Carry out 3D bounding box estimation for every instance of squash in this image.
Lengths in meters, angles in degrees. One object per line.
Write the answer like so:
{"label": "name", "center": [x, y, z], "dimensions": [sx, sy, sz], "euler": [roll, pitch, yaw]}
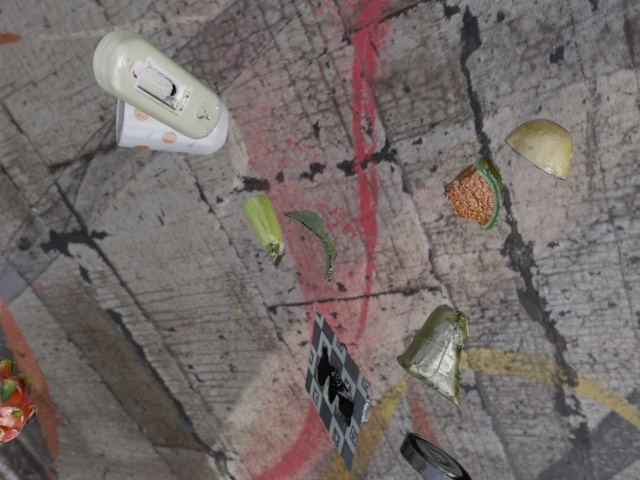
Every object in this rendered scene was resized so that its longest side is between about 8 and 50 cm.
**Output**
{"label": "squash", "center": [-0.215, -0.042, 2.126], "dimensions": [0.137, 0.137, 0.287], "euler": [-47, 62, 42]}

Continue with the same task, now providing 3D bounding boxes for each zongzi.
{"label": "zongzi", "center": [0.408, 0.355, 1.578], "dimensions": [0.274, 0.251, 0.125], "euler": [38, 176, -17]}

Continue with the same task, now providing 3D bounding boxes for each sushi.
{"label": "sushi", "center": [0.079, 0.406, 1.454], "dimensions": [0.100, 0.373, 0.296], "euler": [0, 112, -22]}

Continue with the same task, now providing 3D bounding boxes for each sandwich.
{"label": "sandwich", "center": [0.448, -0.130, 1.443], "dimensions": [0.159, 0.079, 0.235], "euler": [-11, 132, 35]}

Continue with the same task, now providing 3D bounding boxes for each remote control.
{"label": "remote control", "center": [-0.201, -0.195, 0.668], "dimensions": [0.042, 0.221, 0.078], "euler": [26, 91, 24]}

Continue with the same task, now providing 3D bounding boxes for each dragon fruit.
{"label": "dragon fruit", "center": [-0.440, 0.220, 0.697], "dimensions": [0.116, 0.086, 0.081], "euler": [60, 159, 26]}

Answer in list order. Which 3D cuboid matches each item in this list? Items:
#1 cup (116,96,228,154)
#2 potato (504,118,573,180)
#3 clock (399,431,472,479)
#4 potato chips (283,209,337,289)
{"label": "cup", "center": [-0.466, -0.384, 1.611], "dimensions": [0.317, 0.212, 0.212], "euler": [3, 139, -29]}
{"label": "potato", "center": [0.630, -0.270, 1.417], "dimensions": [0.202, 0.182, 0.117], "euler": [42, 118, 17]}
{"label": "clock", "center": [0.273, 0.533, 1.213], "dimensions": [0.184, 0.184, 0.040], "euler": [32, 92, 4]}
{"label": "potato chips", "center": [-0.006, 0.005, 1.128], "dimensions": [0.059, 0.167, 0.228], "euler": [-35, 66, 8]}
